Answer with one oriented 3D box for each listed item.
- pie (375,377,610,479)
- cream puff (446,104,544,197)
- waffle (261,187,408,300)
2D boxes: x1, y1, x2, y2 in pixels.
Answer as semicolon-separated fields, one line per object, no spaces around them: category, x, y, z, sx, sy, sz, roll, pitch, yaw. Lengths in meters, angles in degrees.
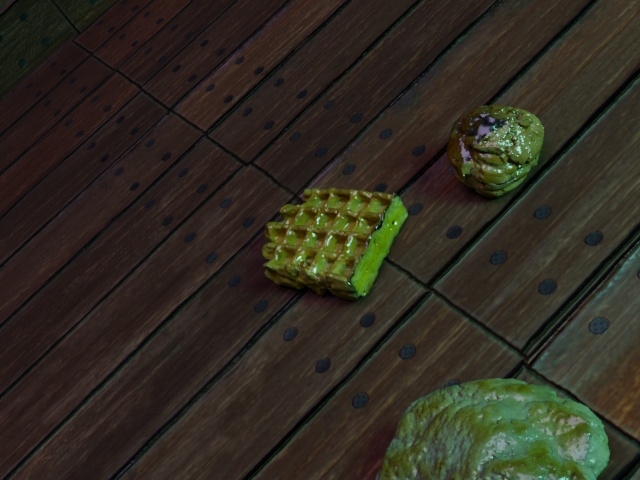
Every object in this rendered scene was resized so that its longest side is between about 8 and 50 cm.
pie;0.153;0.260;0.771;0.257;0.105;0.275;-21;43;31
cream puff;0.234;-0.128;1.068;0.133;0.104;0.119;-23;36;14
waffle;0.000;0.000;1.145;0.210;0.055;0.161;6;56;38
